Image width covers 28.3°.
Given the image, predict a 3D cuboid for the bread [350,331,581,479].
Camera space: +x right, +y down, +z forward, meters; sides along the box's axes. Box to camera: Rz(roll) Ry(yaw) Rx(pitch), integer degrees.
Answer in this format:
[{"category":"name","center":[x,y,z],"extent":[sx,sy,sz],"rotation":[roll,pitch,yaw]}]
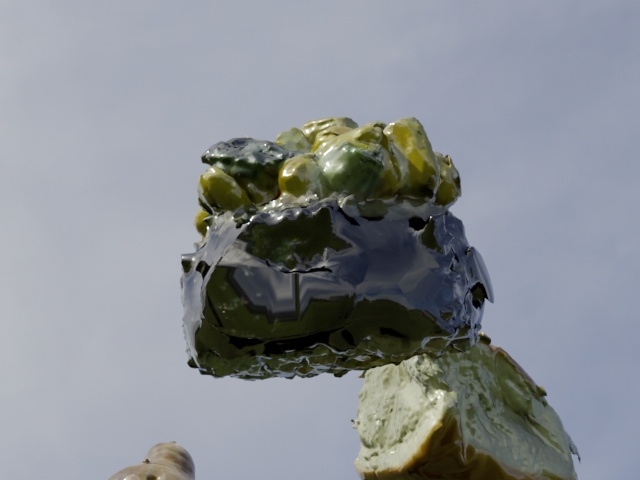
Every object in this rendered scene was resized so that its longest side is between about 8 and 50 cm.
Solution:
[{"category":"bread","center":[0.194,0.264,1.659],"extent":[0.279,0.225,0.250],"rotation":[23,-31,-16]}]

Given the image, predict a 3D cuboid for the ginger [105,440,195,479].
[{"category":"ginger","center":[-0.225,0.383,1.520],"extent":[0.176,0.375,0.256],"rotation":[25,-64,-9]}]

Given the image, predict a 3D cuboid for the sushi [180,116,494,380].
[{"category":"sushi","center":[0.000,0.000,1.356],"extent":[0.328,0.285,0.328],"rotation":[-9,-9,21]}]
